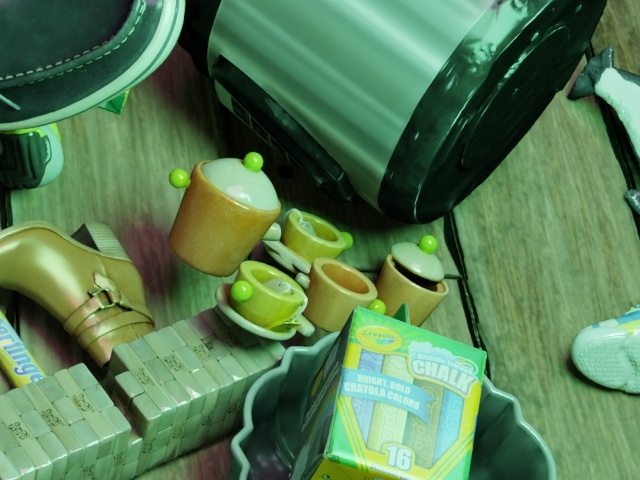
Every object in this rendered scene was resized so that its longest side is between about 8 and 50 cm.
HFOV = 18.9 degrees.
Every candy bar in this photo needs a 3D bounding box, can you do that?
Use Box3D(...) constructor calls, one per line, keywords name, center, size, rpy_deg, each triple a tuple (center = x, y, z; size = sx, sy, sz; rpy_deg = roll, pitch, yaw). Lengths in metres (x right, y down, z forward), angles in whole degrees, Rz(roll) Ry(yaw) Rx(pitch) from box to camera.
Box3D(name="candy bar", center=(-0.301, 0.103, 1.850), size=(0.040, 0.018, 0.161), rpy_deg=(-24, 67, -35))

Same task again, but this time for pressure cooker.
Box3D(name="pressure cooker", center=(0.049, -0.267, 2.047), size=(0.420, 0.370, 0.375), rpy_deg=(39, 47, 13))

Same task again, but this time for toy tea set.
Box3D(name="toy tea set", center=(0.000, 0.000, 1.931), size=(0.200, 0.124, 0.336), rpy_deg=(42, 23, 32))

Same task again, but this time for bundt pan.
Box3D(name="bundt pan", center=(0.056, 0.253, 1.819), size=(0.331, 0.124, 0.331), rpy_deg=(12, 51, -15))

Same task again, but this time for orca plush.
Box3D(name="orca plush", center=(0.413, -0.095, 2.287), size=(0.287, 0.102, 0.151), rpy_deg=(37, 93, 20))

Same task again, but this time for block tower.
Box3D(name="block tower", center=(-0.191, 0.164, 1.796), size=(0.335, 0.097, 0.091), rpy_deg=(-23, 58, -33))

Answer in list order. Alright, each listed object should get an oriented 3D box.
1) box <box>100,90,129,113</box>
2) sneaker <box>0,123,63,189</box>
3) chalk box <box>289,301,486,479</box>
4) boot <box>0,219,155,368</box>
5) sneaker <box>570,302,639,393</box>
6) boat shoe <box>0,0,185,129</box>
Box3D(name="box", center=(-0.243, -0.230, 2.115), size=(0.105, 0.043, 0.179), rpy_deg=(20, 52, -7))
Box3D(name="sneaker", center=(-0.348, -0.225, 2.001), size=(0.147, 0.145, 0.384), rpy_deg=(-15, 65, -37))
Box3D(name="chalk box", center=(0.061, 0.157, 1.726), size=(0.132, 0.132, 0.213), rpy_deg=(20, 51, -7))
Box3D(name="boot", center=(-0.245, 0.059, 1.857), size=(0.197, 0.073, 0.152), rpy_deg=(-9, 64, -42))
Box3D(name="sneaker", center=(0.370, 0.098, 2.112), size=(0.240, 0.091, 0.126), rpy_deg=(3, 35, -20))
Box3D(name="boat shoe", center=(-0.373, -0.208, 1.817), size=(0.500, 0.156, 0.187), rpy_deg=(1, 77, 17))
